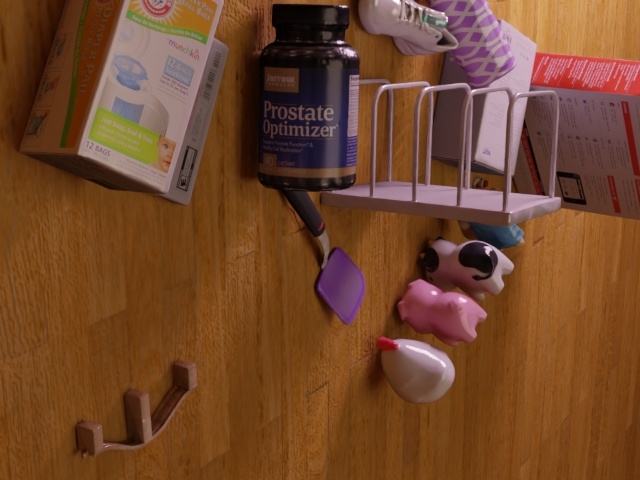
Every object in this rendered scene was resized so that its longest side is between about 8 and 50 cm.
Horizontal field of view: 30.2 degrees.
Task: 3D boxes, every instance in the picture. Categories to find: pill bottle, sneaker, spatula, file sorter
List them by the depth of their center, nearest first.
[{"bbox_3d":[-0.014,-0.175,1.440,0.122,0.122,0.219,-16,110,-58],"label":"pill bottle"},{"bbox_3d":[0.000,0.000,1.615,0.084,0.030,0.296,-62,146,-30],"label":"spatula"},{"bbox_3d":[0.170,-0.127,1.625,0.193,0.277,0.173,-15,110,-58],"label":"file sorter"},{"bbox_3d":[0.131,-0.315,1.681,0.212,0.094,0.080,16,86,-60],"label":"sneaker"}]

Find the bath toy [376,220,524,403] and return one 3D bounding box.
[{"bbox_3d":[0.189,0.094,1.883,0.129,0.151,0.348,37,63,-15],"label":"bath toy"}]

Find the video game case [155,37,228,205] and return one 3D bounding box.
[{"bbox_3d":[-0.173,-0.148,1.278,0.173,0.022,0.191,24,79,-60],"label":"video game case"}]

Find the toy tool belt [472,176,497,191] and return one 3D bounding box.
[{"bbox_3d":[0.293,-0.068,2.083,0.052,0.051,0.083,31,72,-59],"label":"toy tool belt"}]

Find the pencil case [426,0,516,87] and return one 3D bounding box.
[{"bbox_3d":[0.217,-0.330,1.781,0.086,0.088,0.206,-31,108,-7],"label":"pencil case"}]

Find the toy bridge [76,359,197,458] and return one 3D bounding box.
[{"bbox_3d":[-0.203,0.199,1.326,0.188,0.026,0.063,-31,126,-53],"label":"toy bridge"}]

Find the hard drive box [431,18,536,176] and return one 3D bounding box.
[{"bbox_3d":[0.269,-0.233,1.953,0.181,0.089,0.232,12,88,-60],"label":"hard drive box"}]

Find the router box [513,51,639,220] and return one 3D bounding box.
[{"bbox_3d":[0.477,-0.181,2.118,0.082,0.301,0.335,-61,146,-28],"label":"router box"}]

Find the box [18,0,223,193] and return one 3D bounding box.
[{"bbox_3d":[-0.189,-0.160,1.137,0.114,0.103,0.203,25,77,-43],"label":"box"}]
